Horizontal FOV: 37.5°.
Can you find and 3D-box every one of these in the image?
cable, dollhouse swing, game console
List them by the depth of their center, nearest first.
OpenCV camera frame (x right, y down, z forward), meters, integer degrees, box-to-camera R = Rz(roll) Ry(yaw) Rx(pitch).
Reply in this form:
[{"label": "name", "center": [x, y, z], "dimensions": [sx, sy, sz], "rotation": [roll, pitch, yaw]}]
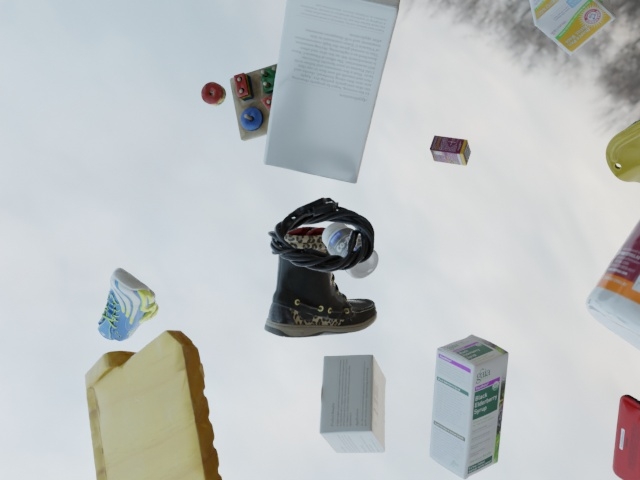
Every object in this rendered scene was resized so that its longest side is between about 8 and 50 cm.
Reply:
[{"label": "game console", "center": [0.508, 0.302, 1.389], "dimensions": [0.085, 0.143, 0.124], "rotation": [-13, -155, -27]}, {"label": "dollhouse swing", "center": [-0.190, 0.332, 1.484], "dimensions": [0.315, 0.305, 0.346], "rotation": [19, -130, -51]}, {"label": "cable", "center": [0.000, 0.000, 1.583], "dimensions": [0.185, 0.047, 0.150], "rotation": [-24, -122, -35]}]

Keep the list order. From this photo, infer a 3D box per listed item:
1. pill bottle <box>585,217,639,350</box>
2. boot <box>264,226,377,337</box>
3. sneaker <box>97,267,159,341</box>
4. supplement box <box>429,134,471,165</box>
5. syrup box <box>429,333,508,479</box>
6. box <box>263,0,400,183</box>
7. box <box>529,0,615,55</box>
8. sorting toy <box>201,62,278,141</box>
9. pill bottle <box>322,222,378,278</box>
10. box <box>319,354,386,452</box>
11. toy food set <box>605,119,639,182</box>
[{"label": "pill bottle", "center": [0.537, -0.017, 1.205], "dimensions": [0.224, 0.392, 0.224], "rotation": [34, 180, 0]}, {"label": "boot", "center": [0.015, 0.108, 2.574], "dimensions": [0.378, 0.284, 0.138], "rotation": [-3, -168, -38]}, {"label": "sneaker", "center": [-0.394, 0.143, 1.894], "dimensions": [0.091, 0.126, 0.240], "rotation": [34, 165, 15]}, {"label": "supplement box", "center": [0.305, -0.211, 2.213], "dimensions": [0.055, 0.083, 0.043], "rotation": [57, -131, -58]}, {"label": "syrup box", "center": [0.270, 0.302, 1.725], "dimensions": [0.093, 0.236, 0.096], "rotation": [-15, -153, -37]}, {"label": "box", "center": [0.023, -0.301, 1.552], "dimensions": [0.168, 0.345, 0.215], "rotation": [13, -136, 0]}, {"label": "box", "center": [0.476, -0.468, 1.814], "dimensions": [0.103, 0.114, 0.203], "rotation": [34, -144, -23]}, {"label": "sorting toy", "center": [-0.103, -0.278, 1.836], "dimensions": [0.046, 0.275, 0.132], "rotation": [16, -118, -70]}, {"label": "pill bottle", "center": [0.062, 0.019, 2.068], "dimensions": [0.078, 0.078, 0.137], "rotation": [25, -166, -40]}, {"label": "box", "center": [0.076, 0.372, 2.138], "dimensions": [0.182, 0.119, 0.180], "rotation": [63, -153, -60]}, {"label": "toy food set", "center": [0.587, -0.168, 1.590], "dimensions": [0.128, 0.218, 0.071], "rotation": [48, -123, -7]}]
